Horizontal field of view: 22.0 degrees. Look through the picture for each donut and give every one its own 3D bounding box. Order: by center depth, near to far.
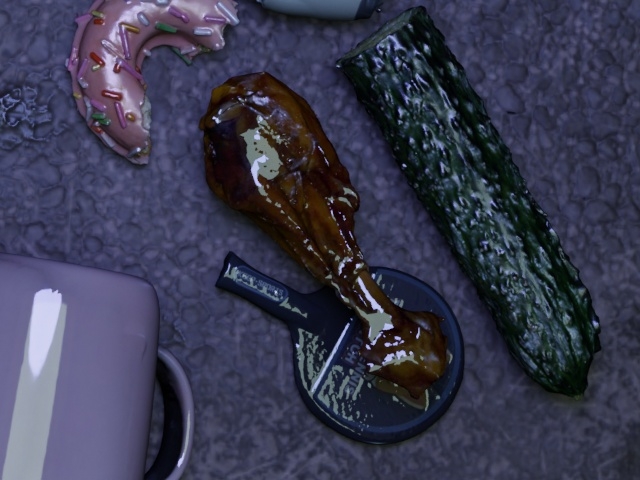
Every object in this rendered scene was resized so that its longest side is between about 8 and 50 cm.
[{"bbox_3d":[-0.148,-0.157,1.346,0.117,0.065,0.166,30,82,-12],"label":"donut"}]

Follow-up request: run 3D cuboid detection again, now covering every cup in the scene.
[{"bbox_3d":[-0.198,0.121,1.290,0.253,0.191,0.200,14,83,-42],"label":"cup"}]

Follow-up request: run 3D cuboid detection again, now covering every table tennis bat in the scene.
[{"bbox_3d":[0.016,0.080,1.407,0.236,0.027,0.150,30,82,-13],"label":"table tennis bat"}]

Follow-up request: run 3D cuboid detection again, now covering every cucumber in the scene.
[{"bbox_3d":[0.141,-0.024,1.397,0.096,0.096,0.359,-34,98,-10],"label":"cucumber"}]

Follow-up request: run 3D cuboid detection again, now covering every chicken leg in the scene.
[{"bbox_3d":[0.000,0.000,1.355,0.113,0.093,0.304,-33,91,-35],"label":"chicken leg"}]

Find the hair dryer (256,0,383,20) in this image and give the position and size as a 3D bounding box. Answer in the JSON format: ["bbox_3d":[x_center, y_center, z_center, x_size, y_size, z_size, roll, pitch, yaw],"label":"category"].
[{"bbox_3d":[-0.054,-0.293,1.370,0.219,0.088,0.225,1,77,-9],"label":"hair dryer"}]
